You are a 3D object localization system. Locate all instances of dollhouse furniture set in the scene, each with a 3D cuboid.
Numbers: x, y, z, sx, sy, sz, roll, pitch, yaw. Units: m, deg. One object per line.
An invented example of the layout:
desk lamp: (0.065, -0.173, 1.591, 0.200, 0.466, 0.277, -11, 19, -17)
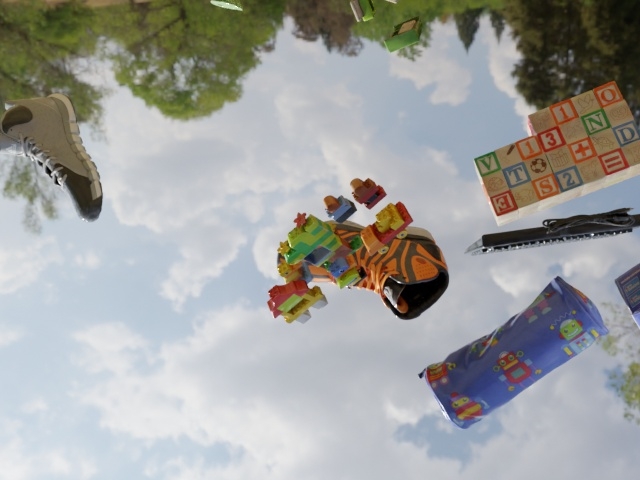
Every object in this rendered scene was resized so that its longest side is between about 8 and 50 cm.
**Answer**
dollhouse furniture set: (0.065, -0.291, 0.744, 0.076, 0.152, 0.059, -15, -154, 25)

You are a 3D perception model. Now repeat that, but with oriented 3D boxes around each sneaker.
sneaker: (-0.420, -0.119, 1.003, 0.132, 0.086, 0.229, -10, -116, -39)
sneaker: (0.085, 0.056, 1.220, 0.321, 0.125, 0.180, -5, -145, -9)

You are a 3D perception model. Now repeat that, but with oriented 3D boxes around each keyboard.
keyboard: (0.441, -0.012, 1.227, 0.317, 0.033, 0.201, -8, 167, -8)

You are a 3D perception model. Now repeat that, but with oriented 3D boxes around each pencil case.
pencil case: (0.315, 0.185, 1.103, 0.306, 0.119, 0.133, -39, -174, 16)

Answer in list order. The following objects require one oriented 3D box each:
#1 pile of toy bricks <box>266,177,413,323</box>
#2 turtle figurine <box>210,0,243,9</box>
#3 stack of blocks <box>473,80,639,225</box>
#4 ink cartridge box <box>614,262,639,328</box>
pile of toy bricks: (0.000, 0.000, 0.839, 0.105, 0.212, 0.118, 28, -152, -45)
turtle figurine: (-0.135, -0.554, 1.174, 0.274, 0.266, 0.198, 16, -173, 3)
stack of blocks: (0.457, -0.165, 1.307, 0.297, 0.171, 0.087, -22, 163, 12)
ink cartridge box: (0.543, 0.154, 0.915, 0.185, 0.311, 0.065, -20, 165, -37)
